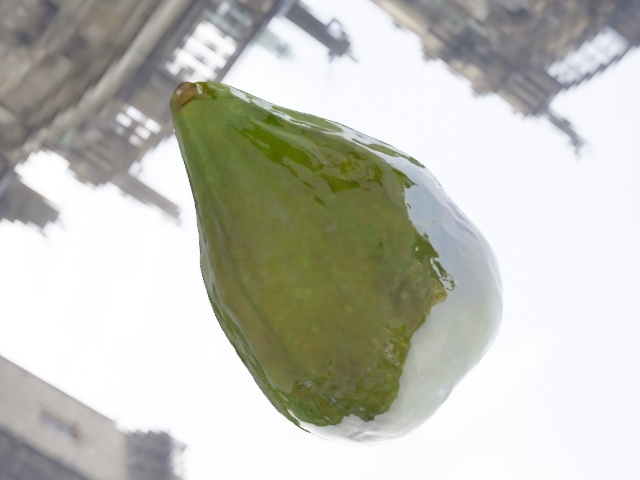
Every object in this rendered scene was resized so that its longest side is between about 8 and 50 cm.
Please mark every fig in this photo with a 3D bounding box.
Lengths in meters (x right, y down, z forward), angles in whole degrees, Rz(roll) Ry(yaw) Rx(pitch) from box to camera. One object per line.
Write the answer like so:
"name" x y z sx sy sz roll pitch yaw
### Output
"fig" 0.004 0.013 1.101 0.167 0.233 0.167 -37 159 -17
